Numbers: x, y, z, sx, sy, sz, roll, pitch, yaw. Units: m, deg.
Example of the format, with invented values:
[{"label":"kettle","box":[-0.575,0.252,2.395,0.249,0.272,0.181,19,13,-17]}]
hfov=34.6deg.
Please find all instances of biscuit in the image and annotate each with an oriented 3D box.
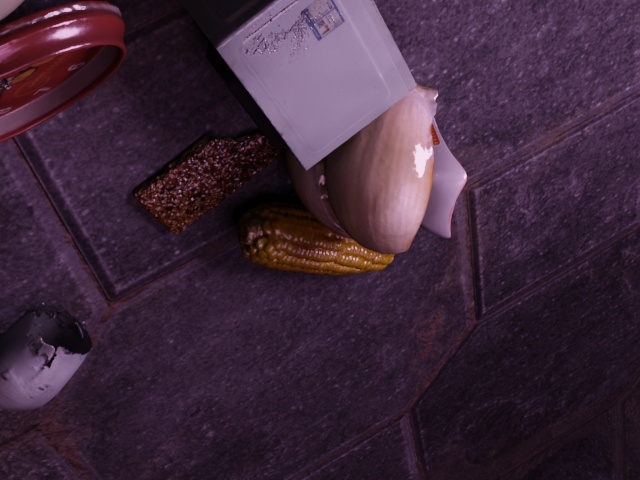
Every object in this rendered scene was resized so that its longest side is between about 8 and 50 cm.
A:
[{"label":"biscuit","box":[-0.170,-0.109,1.623,0.237,0.026,0.131,-37,146,1]}]

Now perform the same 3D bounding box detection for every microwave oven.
[{"label":"microwave oven","box":[-0.035,-0.284,1.412,0.237,0.181,0.295,-36,144,2]}]

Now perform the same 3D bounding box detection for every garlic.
[{"label":"garlic","box":[0.074,-0.116,1.622,0.249,0.286,0.313,-24,137,-49]}]

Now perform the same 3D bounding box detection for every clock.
[{"label":"clock","box":[-0.375,-0.192,1.217,0.318,0.080,0.318,-29,-179,1]}]

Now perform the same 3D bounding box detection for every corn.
[{"label":"corn","box":[0.000,0.000,1.810,0.363,0.120,0.120,5,127,-45]}]

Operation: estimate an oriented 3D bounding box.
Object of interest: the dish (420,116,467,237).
[{"label":"dish","box":[0.170,-0.119,1.752,0.077,0.212,0.151,-4,135,-13]}]

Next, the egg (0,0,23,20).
[{"label":"egg","box":[-0.406,-0.309,1.047,0.269,0.219,0.219,-33,144,-14]}]

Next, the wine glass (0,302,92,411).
[{"label":"wine glass","box":[-0.503,0.243,1.638,0.321,0.143,0.143,-46,143,10]}]
